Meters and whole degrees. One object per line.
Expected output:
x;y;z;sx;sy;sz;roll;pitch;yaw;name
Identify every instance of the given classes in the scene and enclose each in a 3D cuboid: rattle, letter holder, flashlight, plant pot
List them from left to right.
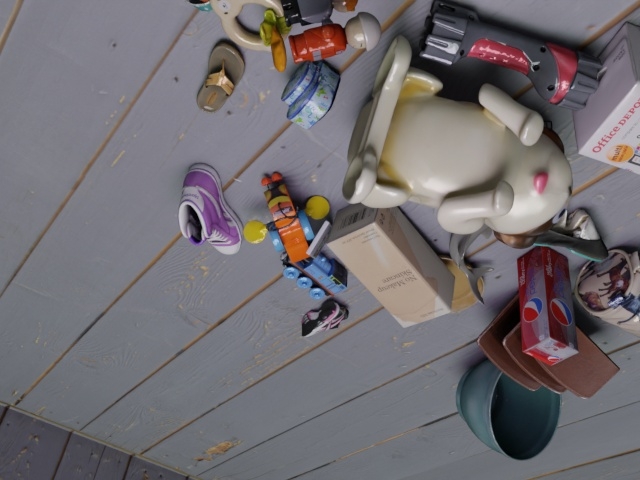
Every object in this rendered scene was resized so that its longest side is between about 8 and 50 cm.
-0.153;-0.371;1.166;0.199;0.143;0.130;20;158;-21;rattle
0.296;0.108;1.714;0.236;0.032;0.236;6;141;5;plant pot
0.514;0.459;1.921;0.293;0.293;0.196;35;160;-27;plant pot
0.322;-0.311;1.162;0.304;0.103;0.103;14;142;-6;flashlight
0.571;0.294;1.711;0.214;0.152;0.302;-47;120;6;letter holder

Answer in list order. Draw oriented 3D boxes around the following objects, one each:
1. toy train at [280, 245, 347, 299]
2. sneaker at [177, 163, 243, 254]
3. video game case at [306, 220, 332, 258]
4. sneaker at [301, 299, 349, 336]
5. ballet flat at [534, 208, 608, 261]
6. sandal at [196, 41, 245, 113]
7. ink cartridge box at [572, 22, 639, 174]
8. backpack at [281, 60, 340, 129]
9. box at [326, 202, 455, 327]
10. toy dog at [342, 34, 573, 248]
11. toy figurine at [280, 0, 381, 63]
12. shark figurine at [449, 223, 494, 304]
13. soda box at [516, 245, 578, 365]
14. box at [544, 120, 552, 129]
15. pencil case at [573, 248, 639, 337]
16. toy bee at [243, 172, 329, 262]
-0.016;0.075;1.709;0.105;0.080;0.184;-32;123;28;toy train
-0.267;-0.025;1.576;0.102;0.161;0.282;-5;139;15;sneaker
0.000;0.000;1.568;0.011;0.087;0.122;31;178;9;video game case
0.014;0.232;1.894;0.077;0.072;0.178;21;146;-29;sneaker
0.529;-0.022;1.455;0.280;0.095;0.096;10;118;-21;ballet flat
-0.200;-0.306;1.314;0.072;0.049;0.180;23;138;-15;sandal
0.581;-0.224;1.156;0.232;0.168;0.171;17;140;-7;ink cartridge box
-0.024;-0.273;1.266;0.084;0.114;0.105;30;137;-22;backpack
0.171;0.049;1.567;0.148;0.121;0.311;-26;119;34;box
0.258;-0.125;1.218;0.407;0.285;0.395;17;170;-5;toy dog
0.004;-0.402;1.040;0.148;0.209;0.213;-14;131;3;toy figurine
0.333;0.021;1.530;0.166;0.116;0.278;8;133;6;shark figurine
0.512;0.142;1.527;0.092;0.263;0.083;27;138;-18;soda box
0.401;-0.171;1.365;0.116;0.029;0.162;1;140;11;box
0.811;0.166;1.576;0.410;0.160;0.183;24;153;-16;pencil case
-0.072;-0.066;1.522;0.195;0.162;0.298;-13;160;-21;toy bee
